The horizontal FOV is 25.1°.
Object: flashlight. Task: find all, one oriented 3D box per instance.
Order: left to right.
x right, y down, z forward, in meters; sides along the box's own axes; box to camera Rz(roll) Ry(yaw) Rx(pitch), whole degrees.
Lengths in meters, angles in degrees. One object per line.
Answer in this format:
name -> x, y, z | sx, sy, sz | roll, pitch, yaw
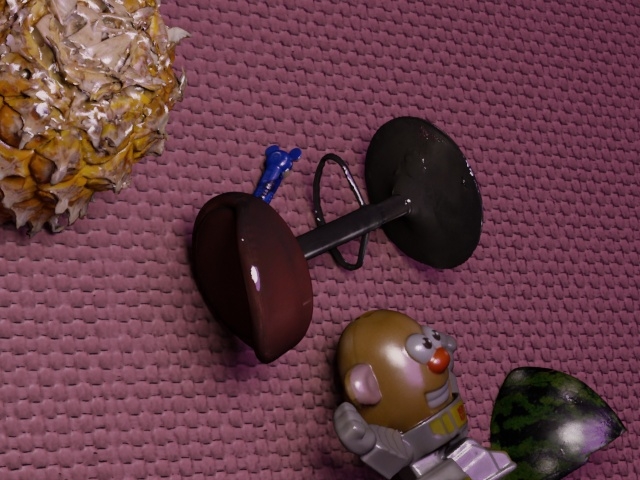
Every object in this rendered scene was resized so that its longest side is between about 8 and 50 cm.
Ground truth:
flashlight -> -0.068, -0.078, 1.970 | 0.121, 0.057, 0.035 | -66, 149, -25

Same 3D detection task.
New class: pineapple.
pineapple -> -0.330, -0.191, 1.687 | 0.352, 0.300, 0.352 | 17, 61, -34

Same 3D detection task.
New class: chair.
chair -> 0.000, 0.000, 1.866 | 0.401, 0.226, 0.227 | -25, 87, -37

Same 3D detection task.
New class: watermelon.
watermelon -> 0.313, 0.280, 2.044 | 0.145, 0.193, 0.137 | -35, 138, -35

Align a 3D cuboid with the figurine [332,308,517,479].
figurine -> 0.121, 0.224, 1.896 | 0.167, 0.342, 0.285 | -30, 89, 8
